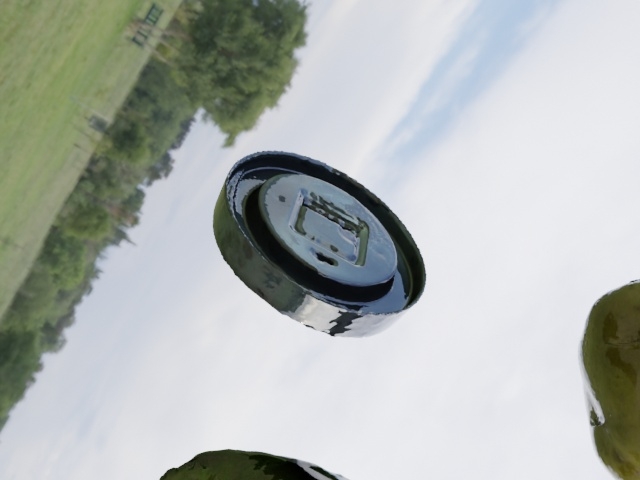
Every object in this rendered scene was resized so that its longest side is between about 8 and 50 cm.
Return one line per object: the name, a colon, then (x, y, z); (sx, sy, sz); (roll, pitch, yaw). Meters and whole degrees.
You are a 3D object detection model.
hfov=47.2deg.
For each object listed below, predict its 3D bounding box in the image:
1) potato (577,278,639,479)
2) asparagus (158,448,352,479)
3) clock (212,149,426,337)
potato: (0.317, 0.140, 0.688); (0.136, 0.154, 0.201); (-13, -112, 20)
asparagus: (0.047, 0.235, 0.474); (0.381, 0.128, 0.108); (19, -60, 40)
clock: (0.000, 0.000, 0.694); (0.042, 0.214, 0.215); (-55, -164, 32)
